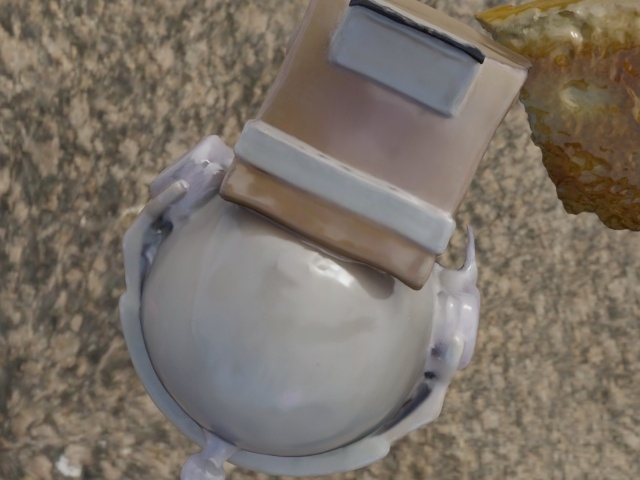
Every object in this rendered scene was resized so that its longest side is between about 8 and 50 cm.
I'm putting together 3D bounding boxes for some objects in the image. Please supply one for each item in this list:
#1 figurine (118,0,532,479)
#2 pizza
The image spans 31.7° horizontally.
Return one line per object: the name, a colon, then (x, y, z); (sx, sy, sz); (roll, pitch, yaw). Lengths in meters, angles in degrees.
figurine: (0.000, 0.001, 0.500); (0.162, 0.141, 0.237); (22, 99, -2)
pizza: (0.209, -0.061, 0.609); (0.271, 0.134, 0.056); (11, 32, 3)
